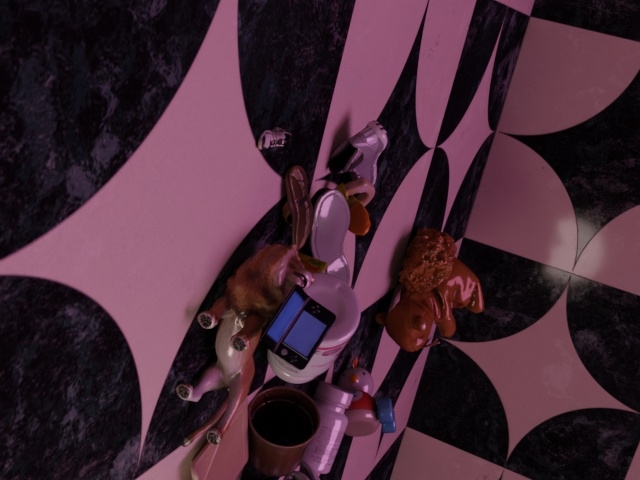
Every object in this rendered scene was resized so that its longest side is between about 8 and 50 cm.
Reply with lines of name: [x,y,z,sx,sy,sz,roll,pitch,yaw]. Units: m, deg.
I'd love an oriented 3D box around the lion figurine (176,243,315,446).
lion figurine: [-0.155,0.193,1.533,0.392,0.142,0.240,-63,173,26]

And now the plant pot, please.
plant pot: [-0.096,0.455,1.891,0.167,0.167,0.165,-50,162,-45]

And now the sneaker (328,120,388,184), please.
sneaker: [0.066,-0.171,1.848,0.132,0.086,0.228,-30,155,-27]

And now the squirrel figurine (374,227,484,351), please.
squirrel figurine: [0.335,0.167,2.710,0.370,0.281,0.396,-36,129,-42]

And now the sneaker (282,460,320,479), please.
sneaker: [-0.065,0.636,2.005,0.137,0.366,0.210,-29,111,-22]

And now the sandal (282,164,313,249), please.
sandal: [-0.054,-0.069,1.646,0.072,0.049,0.180,-42,132,-48]

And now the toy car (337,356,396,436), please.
toy car: [0.105,0.457,2.446,0.210,0.219,0.237,72,13,-60]

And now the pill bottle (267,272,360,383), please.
pill bottle: [-0.025,0.196,1.717,0.160,0.160,0.283,-59,177,-30]

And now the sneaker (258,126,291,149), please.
sneaker: [-0.081,-0.184,1.464,0.083,0.037,0.031,-41,148,-52]

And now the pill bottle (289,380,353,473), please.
pill bottle: [0.004,0.514,2.240,0.229,0.131,0.131,-69,161,-5]

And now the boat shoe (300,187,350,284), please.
boat shoe: [0.000,0.000,1.795,0.114,0.091,0.302,-25,135,-29]

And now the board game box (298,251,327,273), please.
board game box: [-0.032,0.106,1.800,0.043,0.092,0.181,-56,156,-34]

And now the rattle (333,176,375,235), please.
rattle: [0.091,-0.052,1.885,0.130,0.143,0.199,-39,159,-15]

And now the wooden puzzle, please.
wooden puzzle: [-0.219,0.472,1.738,0.238,0.044,0.220,-56,156,-47]

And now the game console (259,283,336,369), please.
game console: [-0.038,0.157,1.447,0.122,0.107,0.071,-56,-174,-11]
